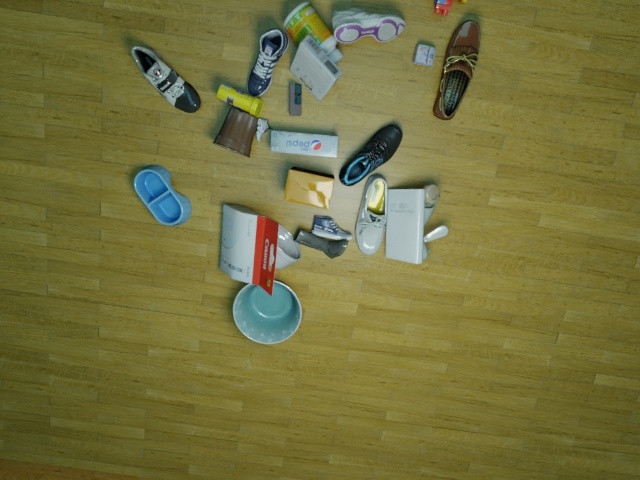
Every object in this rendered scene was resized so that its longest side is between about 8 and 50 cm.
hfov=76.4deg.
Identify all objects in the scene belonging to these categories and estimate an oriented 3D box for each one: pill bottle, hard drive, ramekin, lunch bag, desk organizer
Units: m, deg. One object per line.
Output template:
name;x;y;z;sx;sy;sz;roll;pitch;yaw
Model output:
pill bottle;-0.021;-0.801;1.620;0.136;0.136;0.246;-39;101;10
hard drive;0.361;-0.067;1.758;0.040;0.203;0.308;-4;98;-32
ramekin;-0.193;0.032;1.805;0.109;0.207;0.207;-39;101;19
lunch bag;0.428;-0.759;1.670;0.083;0.053;0.071;8;106;-11
desk organizer;-0.105;-0.596;1.721;0.050;0.047;0.130;1;104;-2

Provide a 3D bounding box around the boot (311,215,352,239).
boot;0.056;-0.057;1.842;0.189;0.069;0.086;9;107;0

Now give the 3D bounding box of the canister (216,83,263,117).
canister;-0.332;-0.580;1.688;0.169;0.126;0.073;23;99;-3

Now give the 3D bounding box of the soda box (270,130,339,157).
soda box;-0.067;-0.412;1.740;0.286;0.098;0.091;5;103;-1

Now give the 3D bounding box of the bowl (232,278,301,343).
bowl;-0.237;0.303;1.890;0.311;0.163;0.312;0;104;0

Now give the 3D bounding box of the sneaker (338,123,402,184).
sneaker;0.222;-0.352;1.731;0.125;0.140;0.341;43;100;-7

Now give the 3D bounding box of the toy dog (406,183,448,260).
toy dog;0.462;-0.091;1.788;0.160;0.220;0.334;-3;115;-31

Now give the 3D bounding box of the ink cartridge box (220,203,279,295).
ink cartridge box;-0.312;0.033;1.726;0.091;0.385;0.308;-2;107;-34

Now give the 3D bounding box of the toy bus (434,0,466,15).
toy bus;0.524;-0.985;1.574;0.220;0.149;0.212;6;117;-4

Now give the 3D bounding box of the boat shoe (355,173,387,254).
boat shoe;0.237;-0.100;1.785;0.135;0.156;0.367;10;104;-2

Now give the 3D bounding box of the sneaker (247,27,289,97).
sneaker;-0.223;-0.716;1.636;0.099;0.153;0.282;31;103;-6

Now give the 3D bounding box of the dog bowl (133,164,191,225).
dog bowl;-0.709;-0.195;1.816;0.165;0.074;0.297;-31;102;8

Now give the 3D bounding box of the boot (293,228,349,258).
boot;0.000;0.001;1.810;0.208;0.076;0.189;33;146;-14

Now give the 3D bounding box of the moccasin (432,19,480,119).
moccasin;0.551;-0.682;1.638;0.139;0.147;0.380;19;104;-4

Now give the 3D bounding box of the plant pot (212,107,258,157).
plant pot;-0.346;-0.454;1.709;0.166;0.167;0.165;22;96;-5

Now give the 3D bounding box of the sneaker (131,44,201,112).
sneaker;-0.641;-0.654;1.664;0.330;0.146;0.122;43;99;-11

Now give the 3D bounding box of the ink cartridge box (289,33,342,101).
ink cartridge box;-0.023;-0.676;1.619;0.189;0.232;0.066;44;82;-9

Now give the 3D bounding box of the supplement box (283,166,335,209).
supplement box;-0.044;-0.228;1.736;0.191;0.194;0.129;12;104;-2

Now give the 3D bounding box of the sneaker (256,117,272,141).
sneaker;-0.240;-0.475;1.757;0.069;0.038;0.098;5;105;0

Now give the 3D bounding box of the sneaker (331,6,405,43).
sneaker;0.189;-0.871;1.610;0.305;0.114;0.152;-8;65;-15
